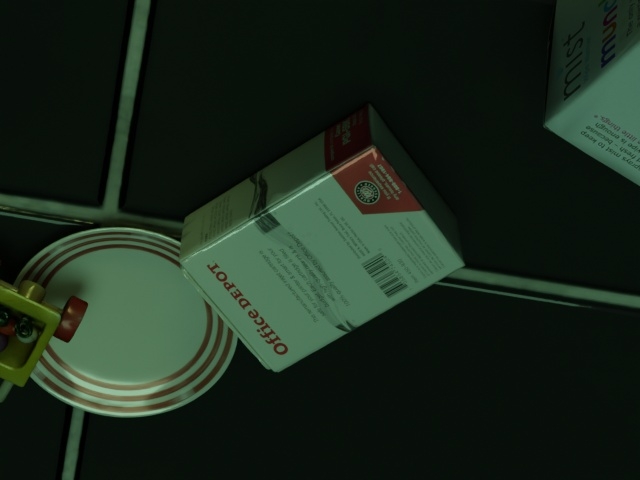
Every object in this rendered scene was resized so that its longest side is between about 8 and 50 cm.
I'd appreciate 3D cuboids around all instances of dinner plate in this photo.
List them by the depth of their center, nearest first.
[{"bbox_3d":[-0.120,0.049,0.987,0.141,0.017,0.141,-1,124,-1],"label":"dinner plate"}]

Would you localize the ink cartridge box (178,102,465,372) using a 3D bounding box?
[{"bbox_3d":[0.000,0.000,0.934,0.135,0.056,0.099,-30,118,16],"label":"ink cartridge box"}]

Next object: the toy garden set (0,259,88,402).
[{"bbox_3d":[-0.275,0.072,0.967,0.204,0.049,0.244,27,119,-11],"label":"toy garden set"}]

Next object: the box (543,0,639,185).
[{"bbox_3d":[0.285,-0.093,0.803,0.262,0.126,0.231,27,138,-18],"label":"box"}]
